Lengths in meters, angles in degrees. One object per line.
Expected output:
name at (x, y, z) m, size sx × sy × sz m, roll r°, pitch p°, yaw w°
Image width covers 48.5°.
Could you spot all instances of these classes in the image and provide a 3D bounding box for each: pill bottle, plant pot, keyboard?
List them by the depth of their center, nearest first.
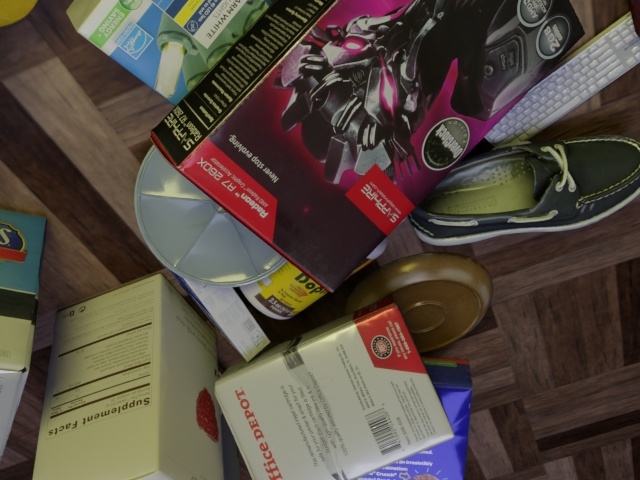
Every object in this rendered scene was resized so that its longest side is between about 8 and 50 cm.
keyboard at (0.303, -0.190, 0.823) m, size 0.256 × 0.014 × 0.072 m, roll -36°, pitch 132°, yaw 25°
pill bottle at (0.000, 0.000, 0.885) m, size 0.215 × 0.117 × 0.117 m, roll -37°, pitch 131°, yaw 26°
plant pot at (0.155, 0.110, 1.098) m, size 0.236 × 0.032 × 0.236 m, roll -6°, pitch 137°, yaw -6°

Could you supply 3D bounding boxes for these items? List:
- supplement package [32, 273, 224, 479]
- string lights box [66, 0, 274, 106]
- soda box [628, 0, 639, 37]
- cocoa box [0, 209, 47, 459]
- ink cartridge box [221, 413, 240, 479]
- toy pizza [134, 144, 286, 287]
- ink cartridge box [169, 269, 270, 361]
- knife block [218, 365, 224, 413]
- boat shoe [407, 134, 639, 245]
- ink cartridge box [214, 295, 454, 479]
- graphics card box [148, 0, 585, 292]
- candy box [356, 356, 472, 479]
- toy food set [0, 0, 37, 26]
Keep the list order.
supplement package at (-0.245, 0.228, 0.949) m, size 0.175 × 0.293 × 0.177 m, roll -20°, pitch 137°, yaw 10°
string lights box at (-0.090, -0.178, 0.683) m, size 0.133 × 0.077 × 0.259 m, roll -49°, pitch 129°, yaw 8°
soda box at (0.325, -0.295, 0.653) m, size 0.092 × 0.083 × 0.263 m, roll -26°, pitch 132°, yaw 15°
cocoa box at (-0.483, 0.141, 0.854) m, size 0.231 × 0.228 × 0.347 m, roll 12°, pitch 133°, yaw -23°
ink cartridge box at (-0.250, 0.394, 1.225) m, size 0.212 × 0.154 × 0.093 m, roll -26°, pitch 136°, yaw 15°
toy pizza at (-0.112, -0.045, 0.820) m, size 0.201 × 0.032 × 0.201 m, roll -1°, pitch 100°, yaw -3°
ink cartridge box at (-0.145, 0.070, 0.941) m, size 0.046 × 0.097 × 0.207 m, roll -41°, pitch 138°, yaw -14°
knife block at (-0.302, 0.296, 1.127) m, size 0.242 × 0.276 × 0.088 m, roll 5°, pitch 140°, yaw 35°
boat shoe at (0.254, -0.066, 0.861) m, size 0.302 × 0.114 × 0.091 m, roll -19°, pitch 158°, yaw 7°
ink cartridge box at (0.018, 0.223, 0.990) m, size 0.272 × 0.197 × 0.114 m, roll -24°, pitch 180°, yaw 4°
graphics card box at (0.054, -0.149, 0.667) m, size 0.371 × 0.094 × 0.233 m, roll -46°, pitch 130°, yaw 2°
candy box at (0.094, 0.345, 1.130) m, size 0.268 × 0.122 × 0.317 m, roll 4°, pitch 104°, yaw 5°
toy food set at (-0.306, -0.275, 0.560) m, size 0.128 × 0.071 × 0.218 m, roll -19°, pitch 145°, yaw 3°
